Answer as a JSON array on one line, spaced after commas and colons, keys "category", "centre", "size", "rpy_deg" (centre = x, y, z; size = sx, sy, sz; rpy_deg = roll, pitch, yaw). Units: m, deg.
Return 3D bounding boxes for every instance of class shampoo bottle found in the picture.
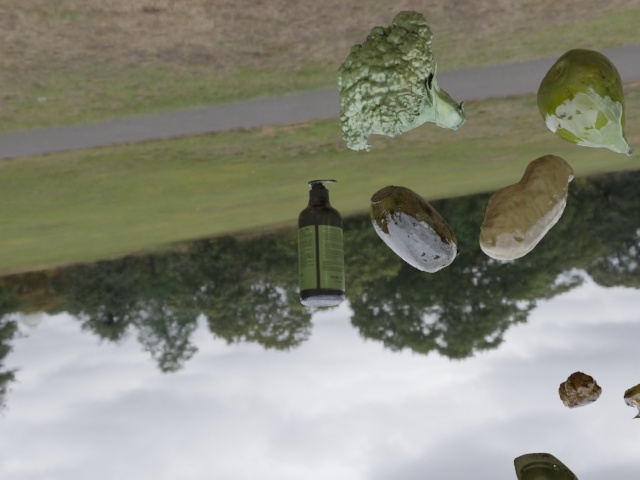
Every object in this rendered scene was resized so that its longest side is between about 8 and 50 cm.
[{"category": "shampoo bottle", "centre": [0.000, 0.000, 1.598], "size": [0.101, 0.284, 0.101], "rpy_deg": [-2, 166, -1]}]

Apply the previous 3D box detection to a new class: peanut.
[{"category": "peanut", "centre": [0.608, -0.100, 2.135], "size": [0.192, 0.387, 0.169], "rpy_deg": [34, 163, 34]}]

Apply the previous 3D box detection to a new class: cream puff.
[{"category": "cream puff", "centre": [0.731, 0.421, 2.041], "size": [0.116, 0.094, 0.122], "rpy_deg": [-26, 160, 19]}]

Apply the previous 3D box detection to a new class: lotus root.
[{"category": "lotus root", "centre": [0.245, -0.029, 1.911], "size": [0.160, 0.275, 0.152], "rpy_deg": [-41, -163, 19]}]

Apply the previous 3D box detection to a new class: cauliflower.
[{"category": "cauliflower", "centre": [0.161, -0.342, 1.619], "size": [0.260, 0.327, 0.281], "rpy_deg": [42, -170, 33]}]

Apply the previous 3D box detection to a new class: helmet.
[{"category": "helmet", "centre": [0.794, 0.877, 2.548], "size": [0.204, 0.137, 0.257], "rpy_deg": [-6, -164, -6]}]

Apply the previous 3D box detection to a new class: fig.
[{"category": "fig", "centre": [0.725, -0.353, 1.896], "size": [0.314, 0.233, 0.233], "rpy_deg": [35, -171, 9]}]

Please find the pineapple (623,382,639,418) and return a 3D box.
[{"category": "pineapple", "centre": [0.569, 0.250, 1.176], "size": [0.137, 0.116, 0.069], "rpy_deg": [8, -176, 4]}]
